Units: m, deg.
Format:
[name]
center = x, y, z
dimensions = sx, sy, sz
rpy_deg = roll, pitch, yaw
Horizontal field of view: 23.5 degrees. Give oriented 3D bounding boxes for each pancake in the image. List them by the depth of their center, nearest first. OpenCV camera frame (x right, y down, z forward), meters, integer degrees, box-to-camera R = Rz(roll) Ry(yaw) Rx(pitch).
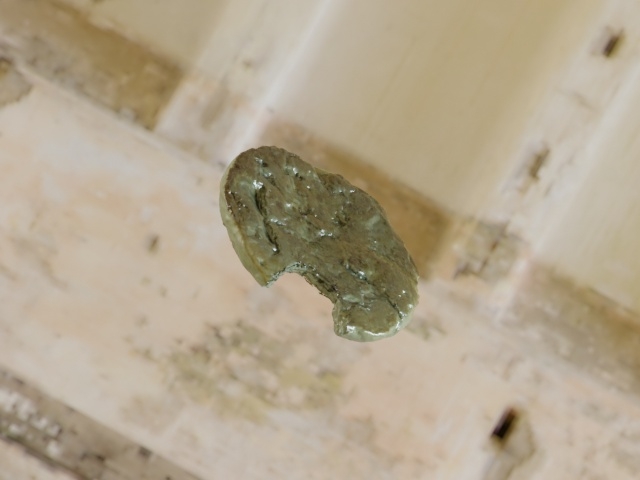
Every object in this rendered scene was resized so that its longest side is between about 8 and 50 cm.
[pancake]
center = 0.000, 0.000, 1.541
dimensions = 0.253, 0.037, 0.253
rpy_deg = 30, 32, -21
